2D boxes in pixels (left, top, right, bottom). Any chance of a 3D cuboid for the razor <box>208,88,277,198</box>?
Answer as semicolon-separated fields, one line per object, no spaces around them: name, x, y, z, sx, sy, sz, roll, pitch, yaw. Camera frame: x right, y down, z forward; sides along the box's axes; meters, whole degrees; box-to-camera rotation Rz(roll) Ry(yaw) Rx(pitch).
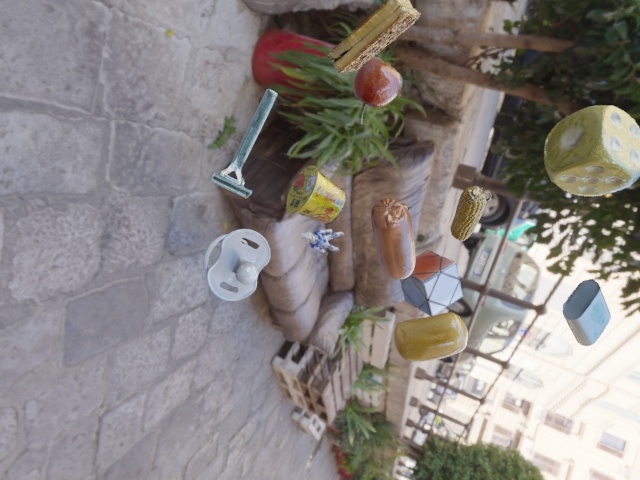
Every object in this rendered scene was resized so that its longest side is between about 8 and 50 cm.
razor;-0.181;-0.256;1.172;0.056;0.111;0.278;14;-100;64

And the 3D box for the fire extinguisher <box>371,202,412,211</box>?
fire extinguisher;0.238;-0.094;1.496;0.177;0.062;0.050;-10;83;-44

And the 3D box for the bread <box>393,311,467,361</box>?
bread;0.331;0.300;1.378;0.147;0.217;0.098;60;23;-29

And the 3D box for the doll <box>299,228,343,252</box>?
doll;0.000;0.000;2.028;0.227;0.057;0.114;8;109;-35

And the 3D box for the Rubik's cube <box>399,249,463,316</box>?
Rubik's cube;0.515;0.199;2.163;0.207;0.205;0.205;-28;117;-20

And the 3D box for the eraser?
eraser;0.974;0.266;1.672;0.174;0.081;0.227;-50;127;-6

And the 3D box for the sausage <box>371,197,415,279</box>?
sausage;0.223;-0.002;1.387;0.121;0.121;0.304;-60;150;-28

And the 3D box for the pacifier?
pacifier;-0.302;0.095;1.700;0.238;0.226;0.287;30;85;-28

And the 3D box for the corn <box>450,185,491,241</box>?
corn;0.559;-0.099;1.742;0.106;0.106;0.293;-61;164;-26

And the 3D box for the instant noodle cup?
instant noodle cup;-0.009;-0.148;1.587;0.144;0.182;0.182;25;83;-28

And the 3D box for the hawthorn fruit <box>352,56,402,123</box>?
hawthorn fruit;0.262;-0.772;2.254;0.263;0.235;0.231;-23;151;-9

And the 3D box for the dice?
dice;0.694;-0.223;1.168;0.169;0.169;0.166;-23;-132;62

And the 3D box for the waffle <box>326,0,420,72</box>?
waffle;0.186;-0.712;1.596;0.308;0.091;0.213;-32;-173;31
